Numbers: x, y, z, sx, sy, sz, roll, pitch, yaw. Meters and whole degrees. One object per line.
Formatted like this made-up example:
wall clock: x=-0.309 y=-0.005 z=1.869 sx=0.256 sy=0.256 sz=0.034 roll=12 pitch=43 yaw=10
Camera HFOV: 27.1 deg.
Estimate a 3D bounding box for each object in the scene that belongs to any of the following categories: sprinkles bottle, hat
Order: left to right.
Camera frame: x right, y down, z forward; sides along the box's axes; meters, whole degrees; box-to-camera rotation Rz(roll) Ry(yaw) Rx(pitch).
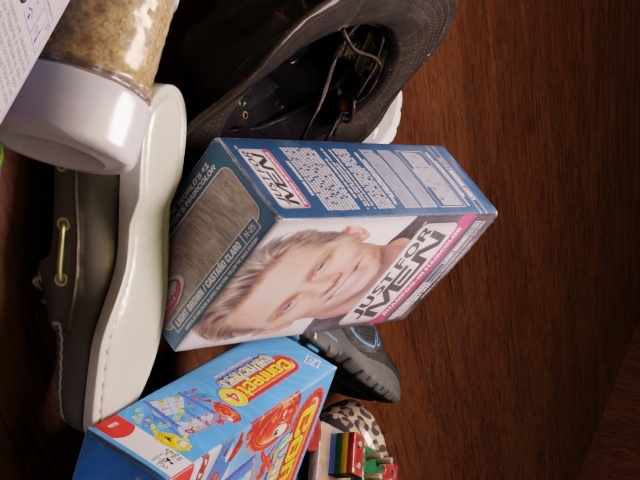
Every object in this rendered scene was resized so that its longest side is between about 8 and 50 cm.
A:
sprinkles bottle: x=-0.151 y=-0.231 z=0.991 sx=0.121 sy=0.121 sz=0.355 roll=38 pitch=63 yaw=-63
hat: x=-0.039 y=-0.167 z=1.227 sx=0.331 sy=0.134 sz=0.331 roll=-35 pitch=164 yaw=-12

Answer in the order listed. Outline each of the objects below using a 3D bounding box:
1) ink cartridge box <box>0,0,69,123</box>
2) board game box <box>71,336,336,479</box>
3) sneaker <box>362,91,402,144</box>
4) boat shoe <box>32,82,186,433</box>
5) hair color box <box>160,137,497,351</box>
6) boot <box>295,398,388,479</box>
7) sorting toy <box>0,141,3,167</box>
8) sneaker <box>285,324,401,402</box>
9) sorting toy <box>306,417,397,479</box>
ink cartridge box: x=-0.190 y=-0.293 z=0.776 sx=0.270 sy=0.151 sz=0.395 roll=100 pitch=14 yaw=-66
board game box: x=-0.131 y=0.267 z=1.224 sx=0.302 sy=0.086 sz=0.308 roll=-26 pitch=139 yaw=-60
sneaker: x=0.006 y=-0.120 z=1.417 sx=0.281 sy=0.105 sz=0.115 roll=-65 pitch=150 yaw=-29
boat shoe: x=-0.181 y=0.014 z=1.092 sx=0.109 sy=0.091 sz=0.305 roll=-27 pitch=129 yaw=-70
hair color box: x=0.000 y=0.000 z=1.256 sx=0.347 sy=0.105 sz=0.174 roll=-3 pitch=139 yaw=-51
boot: x=-0.023 y=0.385 z=1.548 sx=0.284 sy=0.138 sz=0.377 roll=-26 pitch=116 yaw=-60
sorting toy: x=-0.260 y=-0.032 z=0.938 sx=0.102 sy=0.061 sz=0.042 roll=-48 pitch=149 yaw=-9
sneaker: x=0.026 y=0.097 z=1.537 sx=0.341 sy=0.125 sz=0.139 roll=51 pitch=50 yaw=-62
sorting toy: x=0.042 y=0.283 z=1.478 sx=0.274 sy=0.046 sz=0.132 roll=38 pitch=51 yaw=-52
